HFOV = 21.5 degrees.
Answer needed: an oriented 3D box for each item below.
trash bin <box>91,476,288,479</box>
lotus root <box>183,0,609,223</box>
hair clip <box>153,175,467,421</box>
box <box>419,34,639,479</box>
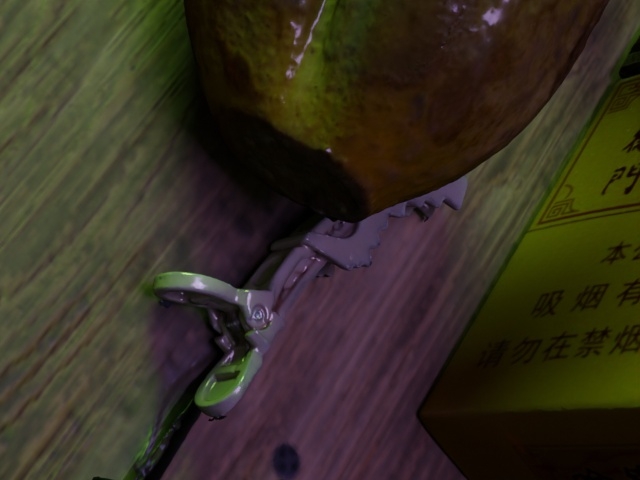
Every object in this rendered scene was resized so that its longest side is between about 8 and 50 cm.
[{"bbox_3d":[-0.005,0.243,0.690,0.301,0.203,0.252,31,105,-34],"label":"trash bin"},{"bbox_3d":[0.017,-0.111,0.797,0.199,0.188,0.180,39,72,-33],"label":"lotus root"},{"bbox_3d":[0.000,0.000,0.852,0.226,0.034,0.072,-39,107,-41],"label":"hair clip"},{"bbox_3d":[0.261,-0.024,0.942,0.116,0.264,0.415,50,55,-23],"label":"box"}]
